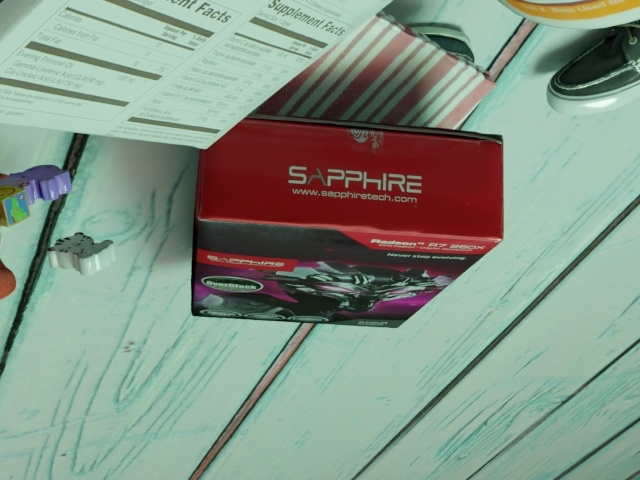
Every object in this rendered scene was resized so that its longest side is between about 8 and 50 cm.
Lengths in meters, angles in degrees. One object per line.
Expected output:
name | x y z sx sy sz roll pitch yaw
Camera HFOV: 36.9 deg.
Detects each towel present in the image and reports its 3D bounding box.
towel | 0.037 -0.119 0.789 0.197 0.029 0.144 19 128 -41

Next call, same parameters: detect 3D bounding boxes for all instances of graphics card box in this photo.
graphics card box | 0.000 0.000 0.871 0.232 0.094 0.371 4 165 -8

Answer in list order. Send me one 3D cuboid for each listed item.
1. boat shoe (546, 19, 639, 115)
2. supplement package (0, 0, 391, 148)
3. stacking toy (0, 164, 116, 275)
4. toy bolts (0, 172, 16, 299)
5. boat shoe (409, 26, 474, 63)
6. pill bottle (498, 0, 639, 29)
boat shoe | 0.328 -0.200 0.948 0.228 0.080 0.076 -21 133 4
supplement package | -0.112 -0.193 0.426 0.145 0.262 0.204 -35 168 20
stacking toy | -0.244 -0.026 0.703 0.221 0.052 0.167 -37 130 -50
toy bolts | -0.351 -0.044 0.721 0.158 0.218 0.228 5 172 26
boat shoe | 0.030 -0.126 0.861 0.254 0.079 0.095 -14 143 -17
pill bottle | 0.094 -0.291 0.496 0.224 0.224 0.392 -35 148 22
